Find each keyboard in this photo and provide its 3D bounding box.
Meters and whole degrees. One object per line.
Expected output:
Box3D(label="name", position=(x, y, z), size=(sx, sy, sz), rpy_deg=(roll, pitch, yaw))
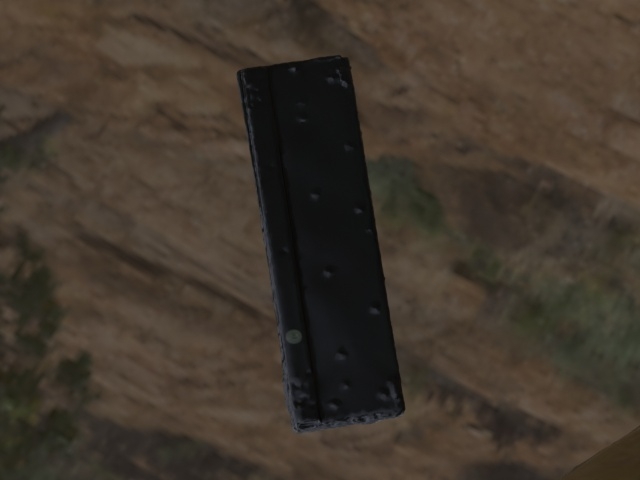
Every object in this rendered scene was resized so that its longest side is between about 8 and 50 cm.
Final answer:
Box3D(label="keyboard", position=(0.000, 0.000, 0.977), size=(0.072, 0.231, 0.023), rpy_deg=(-8, 166, -3))

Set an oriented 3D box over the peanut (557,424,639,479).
Box3D(label="peanut", position=(0.156, 0.158, 0.658), size=(0.169, 0.387, 0.192), rpy_deg=(49, 139, 22))
